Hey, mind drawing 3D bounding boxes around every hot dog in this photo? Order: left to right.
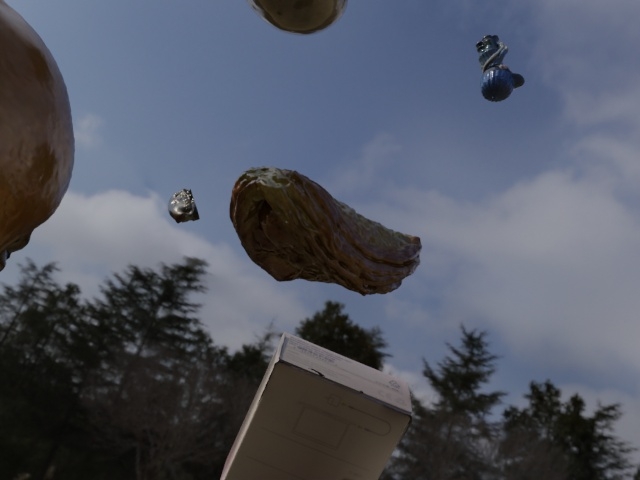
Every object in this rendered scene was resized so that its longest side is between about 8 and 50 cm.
[{"bbox_3d":[0.001,0.004,0.845,0.259,0.114,0.175,24,-11,-38],"label":"hot dog"}]

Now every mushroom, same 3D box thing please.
[{"bbox_3d":[-0.023,-0.407,0.954,0.207,0.215,0.207,45,0,0],"label":"mushroom"}]

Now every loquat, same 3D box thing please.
[{"bbox_3d":[-0.393,-0.101,0.614,0.328,0.329,0.328,17,-23,8],"label":"loquat"}]

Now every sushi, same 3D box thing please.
[{"bbox_3d":[-0.231,-0.057,1.135,0.045,0.083,0.044,-15,-60,-11],"label":"sushi"}]

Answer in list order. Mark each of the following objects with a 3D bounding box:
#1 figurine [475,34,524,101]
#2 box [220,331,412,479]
[{"bbox_3d":[0.342,-0.341,1.348,0.079,0.136,0.077,-12,-15,-35],"label":"figurine"},{"bbox_3d":[-0.011,0.288,0.989,0.203,0.252,0.106,22,17,-5],"label":"box"}]
